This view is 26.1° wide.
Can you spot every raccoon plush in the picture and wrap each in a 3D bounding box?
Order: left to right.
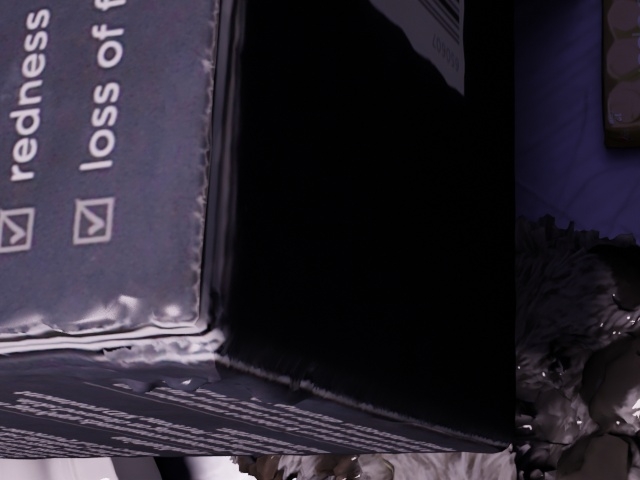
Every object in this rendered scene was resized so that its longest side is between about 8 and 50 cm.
[{"bbox_3d":[0.159,0.109,0.866,0.446,0.299,0.216,21,90,50],"label":"raccoon plush"}]

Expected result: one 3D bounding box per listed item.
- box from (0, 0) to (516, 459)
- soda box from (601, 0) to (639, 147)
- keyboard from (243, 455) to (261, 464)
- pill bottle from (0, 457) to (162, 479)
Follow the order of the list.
[{"bbox_3d":[-0.172,-0.144,0.653,0.472,0.297,0.479,-4,74,25],"label":"box"},{"bbox_3d":[0.218,-0.155,0.918,0.061,0.058,0.181,0,81,11],"label":"soda box"},{"bbox_3d":[0.000,0.000,0.853,0.202,0.033,0.317,-27,31,36],"label":"keyboard"},{"bbox_3d":[-0.217,0.196,0.922,0.216,0.121,0.121,-25,78,7],"label":"pill bottle"}]
